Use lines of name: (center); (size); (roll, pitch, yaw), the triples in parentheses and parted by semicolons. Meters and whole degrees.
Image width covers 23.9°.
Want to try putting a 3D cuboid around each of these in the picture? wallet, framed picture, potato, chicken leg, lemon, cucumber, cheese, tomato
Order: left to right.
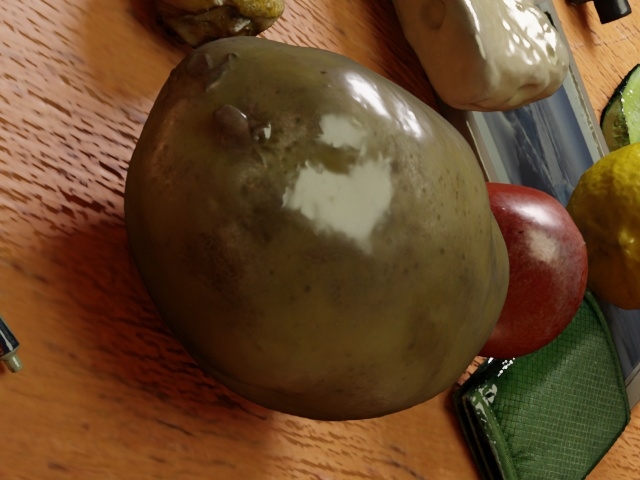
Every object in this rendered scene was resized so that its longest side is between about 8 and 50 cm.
chicken leg: (-0.065, -0.233, 1.177); (0.251, 0.087, 0.107); (-76, 148, -50)
potato: (0.000, 0.000, 1.024); (0.326, 0.221, 0.243); (16, 71, -65)
cheese: (0.122, -0.241, 1.427); (0.159, 0.093, 0.263); (-8, 69, -52)
tomato: (0.153, 0.021, 1.316); (0.167, 0.167, 0.167); (32, 49, -46)
wallet: (0.210, 0.158, 1.412); (0.236, 0.055, 0.160); (-35, 106, -45)
framed picture: (0.258, -0.030, 1.614); (0.326, 0.028, 0.446); (-33, 102, -57)
cucumber: (0.377, -0.161, 1.850); (0.070, 0.046, 0.220); (60, 32, -13)
lemon: (0.338, -0.013, 1.543); (0.180, 0.181, 0.193); (57, 35, -22)

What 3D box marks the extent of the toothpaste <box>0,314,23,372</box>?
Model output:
toothpaste: (-0.199, 0.041, 0.889); (0.027, 0.019, 0.083); (-40, 105, -39)

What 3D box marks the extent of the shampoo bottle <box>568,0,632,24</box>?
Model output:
shampoo bottle: (0.316, -0.382, 1.832); (0.080, 0.079, 0.246); (-32, 102, -57)
